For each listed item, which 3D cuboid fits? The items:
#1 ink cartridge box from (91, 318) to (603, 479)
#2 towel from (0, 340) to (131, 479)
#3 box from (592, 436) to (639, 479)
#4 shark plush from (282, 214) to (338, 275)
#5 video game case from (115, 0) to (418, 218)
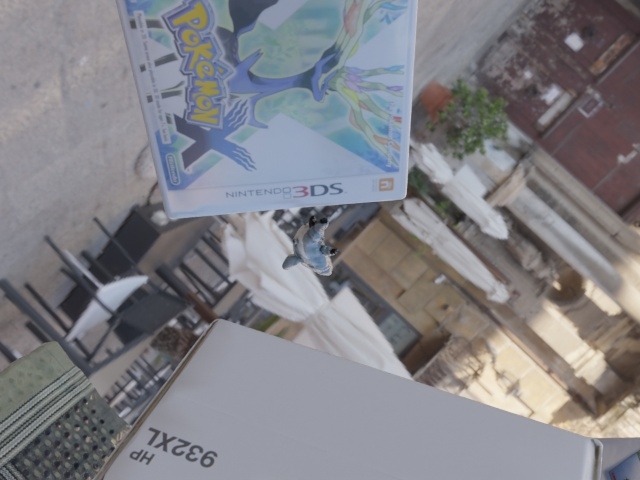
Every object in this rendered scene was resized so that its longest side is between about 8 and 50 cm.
[{"bbox_3d":[0.018,0.218,0.411,0.129,0.223,0.307,-57,155,-43],"label":"ink cartridge box"},{"bbox_3d":[-0.306,0.304,0.729,0.056,0.312,0.324,-38,-176,29],"label":"towel"},{"bbox_3d":[0.405,0.342,0.751,0.159,0.233,0.044,-9,154,26],"label":"box"},{"bbox_3d":[0.000,0.000,0.968,0.073,0.067,0.161,-53,171,-36],"label":"shark plush"},{"bbox_3d":[-0.048,-0.171,0.729,0.036,0.300,0.329,-98,-176,-50],"label":"video game case"}]
